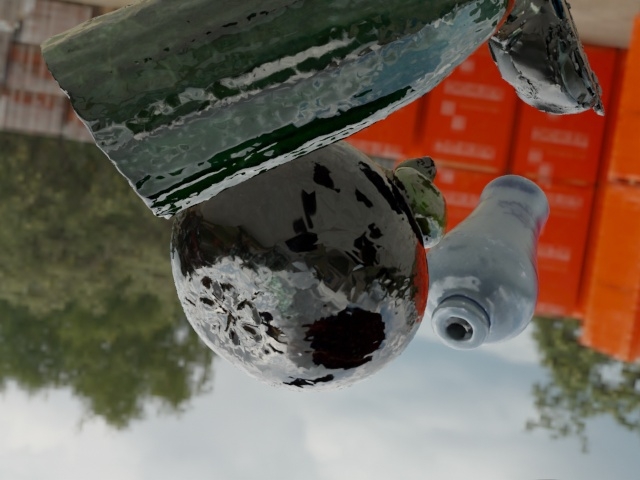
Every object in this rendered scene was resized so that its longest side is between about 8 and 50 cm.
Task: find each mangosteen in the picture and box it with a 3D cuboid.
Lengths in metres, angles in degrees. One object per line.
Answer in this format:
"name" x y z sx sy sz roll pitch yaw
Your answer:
"mangosteen" -0.010 0.007 1.070 0.216 0.216 0.216 8 -174 -1

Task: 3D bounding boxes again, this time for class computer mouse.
"computer mouse" 0.185 -0.181 1.184 0.078 0.146 0.241 -19 -151 15

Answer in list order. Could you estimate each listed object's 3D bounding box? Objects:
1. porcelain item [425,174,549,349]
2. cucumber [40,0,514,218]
"porcelain item" 0.198 0.025 1.596 0.141 0.141 0.259 10 -141 18
"cucumber" -0.012 -0.103 0.699 0.244 0.115 0.063 -26 -174 -1
